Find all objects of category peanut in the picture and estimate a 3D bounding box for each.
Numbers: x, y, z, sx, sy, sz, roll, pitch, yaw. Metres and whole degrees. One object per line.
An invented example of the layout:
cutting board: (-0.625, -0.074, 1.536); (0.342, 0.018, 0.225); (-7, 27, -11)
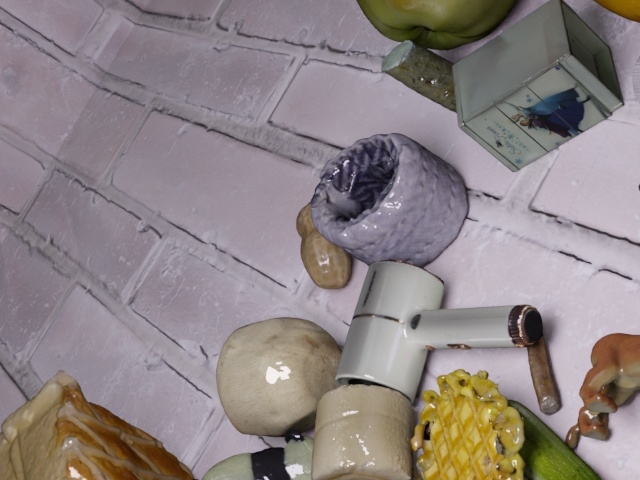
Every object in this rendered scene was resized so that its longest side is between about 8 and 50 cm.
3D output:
peanut: (0.001, 0.000, 1.984); (0.086, 0.104, 0.228); (-11, 40, -3)

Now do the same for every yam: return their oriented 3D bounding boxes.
yam: (0.195, -0.281, 1.893); (0.078, 0.179, 0.078); (-50, 24, 33)
yam: (0.302, 0.171, 1.515); (0.032, 0.032, 0.145); (-35, 38, 30)

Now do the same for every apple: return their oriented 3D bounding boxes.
apple: (0.203, -0.509, 1.936); (0.357, 0.357, 0.357); (-32, 40, 33)

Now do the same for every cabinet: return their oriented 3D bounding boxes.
cabinet: (0.334, -0.237, 1.708); (0.206, 0.145, 0.150); (-32, 40, 33)

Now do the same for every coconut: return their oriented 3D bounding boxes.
coconut: (-0.067, 0.223, 1.798); (0.224, 0.224, 0.224); (-32, 40, 33)

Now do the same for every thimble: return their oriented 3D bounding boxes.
thimble: (0.109, -0.064, 1.843); (0.245, 0.157, 0.217); (-2, 61, 52)

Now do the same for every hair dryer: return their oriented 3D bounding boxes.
hair dryer: (0.185, 0.132, 1.609); (0.362, 0.128, 0.203); (-7, 57, 49)

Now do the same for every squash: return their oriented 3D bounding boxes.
squash: (0.283, 0.277, 1.415); (0.069, 0.069, 0.239); (-53, 34, 6)

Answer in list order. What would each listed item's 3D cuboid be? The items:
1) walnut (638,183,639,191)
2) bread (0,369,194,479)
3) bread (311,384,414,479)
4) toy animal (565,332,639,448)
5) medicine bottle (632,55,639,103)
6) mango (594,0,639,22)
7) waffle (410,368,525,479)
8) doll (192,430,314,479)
walnut: (0.502, -0.066, 1.303); (0.298, 0.203, 0.203); (2, 65, 47)
bread: (-0.366, 0.476, 1.818); (0.279, 0.390, 0.371); (-43, 33, 7)
bread: (0.062, 0.300, 1.611); (0.148, 0.134, 0.141); (-4, 54, 13)
toy animal: (0.419, 0.149, 1.341); (0.312, 0.097, 0.157); (-21, 37, 45)
medicine bottle: (0.525, -0.222, 1.497); (0.188, 0.088, 0.132); (9, 69, 55)
mango: (0.499, -0.445, 1.588); (0.300, 0.232, 0.446); (-47, 22, -6)
waffle: (0.193, 0.301, 1.454); (0.280, 0.060, 0.262); (169, 105, -67)
doll: (-0.079, 0.386, 1.712); (0.234, 0.135, 0.143); (-14, 46, -1)
